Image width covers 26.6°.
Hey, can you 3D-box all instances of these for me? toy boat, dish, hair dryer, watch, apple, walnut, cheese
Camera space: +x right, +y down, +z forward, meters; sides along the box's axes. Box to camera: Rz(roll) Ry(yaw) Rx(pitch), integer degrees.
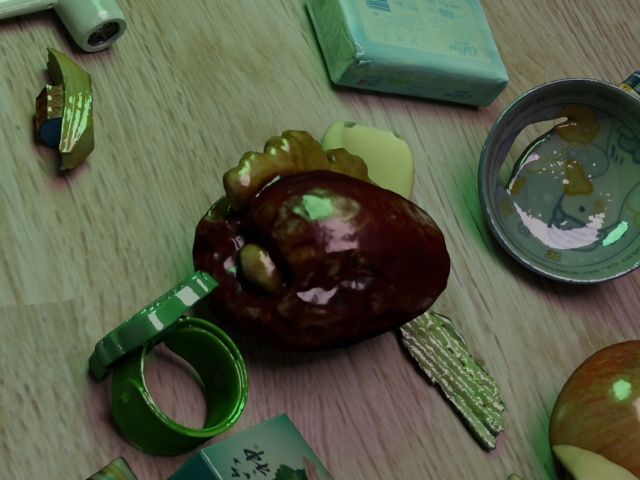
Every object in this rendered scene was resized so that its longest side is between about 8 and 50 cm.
[{"bbox_3d":[-0.294,-0.154,1.550,0.066,0.065,0.172,-4,52,-11],"label":"toy boat"},{"bbox_3d":[0.334,-0.074,1.831,0.273,0.134,0.273,1,85,-7],"label":"dish"},{"bbox_3d":[-0.357,-0.278,1.607,0.236,0.073,0.131,-19,68,-38],"label":"hair dryer"},{"bbox_3d":[-0.137,0.128,1.378,0.152,0.131,0.165,53,44,1],"label":"watch"},{"bbox_3d":[0.370,0.223,1.591,0.209,0.164,0.209,17,57,-29],"label":"apple"},{"bbox_3d":[0.000,0.000,1.506,0.269,0.222,0.244,0,67,-50],"label":"walnut"},{"bbox_3d":[0.066,-0.038,1.689,0.127,0.054,0.251,11,50,-21],"label":"cheese"}]

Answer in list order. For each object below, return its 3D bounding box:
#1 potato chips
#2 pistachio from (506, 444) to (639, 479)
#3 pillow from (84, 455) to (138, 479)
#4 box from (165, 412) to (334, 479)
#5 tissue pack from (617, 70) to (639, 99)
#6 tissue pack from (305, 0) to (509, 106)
[{"bbox_3d":[0.162,0.151,1.611,0.092,0.028,0.207,-26,70,-41],"label":"potato chips"},{"bbox_3d":[0.319,0.362,1.436,0.193,0.214,0.318,-31,60,0],"label":"pistachio"},{"bbox_3d":[-0.197,0.323,1.224,0.212,0.052,0.208,-28,75,-44],"label":"pillow"},{"bbox_3d":[-0.030,0.300,1.295,0.245,0.092,0.153,52,30,13],"label":"box"},{"bbox_3d":[0.493,-0.224,2.120,0.062,0.042,0.083,47,45,6],"label":"tissue pack"},{"bbox_3d":[0.120,-0.283,1.901,0.263,0.089,0.177,5,54,-32],"label":"tissue pack"}]
